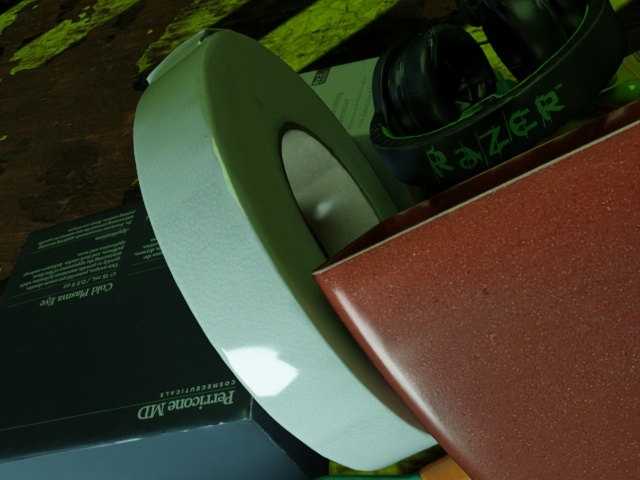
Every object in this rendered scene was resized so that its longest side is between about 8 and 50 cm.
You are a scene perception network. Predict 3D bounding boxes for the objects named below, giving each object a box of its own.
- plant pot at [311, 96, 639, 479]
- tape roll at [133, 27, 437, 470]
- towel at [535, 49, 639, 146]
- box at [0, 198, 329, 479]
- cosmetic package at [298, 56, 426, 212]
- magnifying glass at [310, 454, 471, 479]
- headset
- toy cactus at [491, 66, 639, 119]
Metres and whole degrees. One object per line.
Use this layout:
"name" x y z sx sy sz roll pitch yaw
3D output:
"plant pot" 0.190 0.050 0.496 0.267 0.235 0.267 -25 2 18
"tape roll" 0.000 0.000 0.594 0.072 0.392 0.392 -31 41 20
"towel" 0.366 -0.183 0.841 0.237 0.021 0.102 -26 42 4
"box" -0.174 0.118 0.733 0.343 0.179 0.312 -14 44 17
"cosmetic package" 0.031 -0.119 0.863 0.184 0.151 0.151 -5 47 25
"magnifying glass" 0.069 0.225 0.593 0.231 0.026 0.092 -25 80 -4
"headset" 0.155 -0.207 0.695 0.243 0.185 0.394 -28 22 25
"toy cactus" 0.258 -0.172 0.788 0.180 0.112 0.219 -38 46 -25
